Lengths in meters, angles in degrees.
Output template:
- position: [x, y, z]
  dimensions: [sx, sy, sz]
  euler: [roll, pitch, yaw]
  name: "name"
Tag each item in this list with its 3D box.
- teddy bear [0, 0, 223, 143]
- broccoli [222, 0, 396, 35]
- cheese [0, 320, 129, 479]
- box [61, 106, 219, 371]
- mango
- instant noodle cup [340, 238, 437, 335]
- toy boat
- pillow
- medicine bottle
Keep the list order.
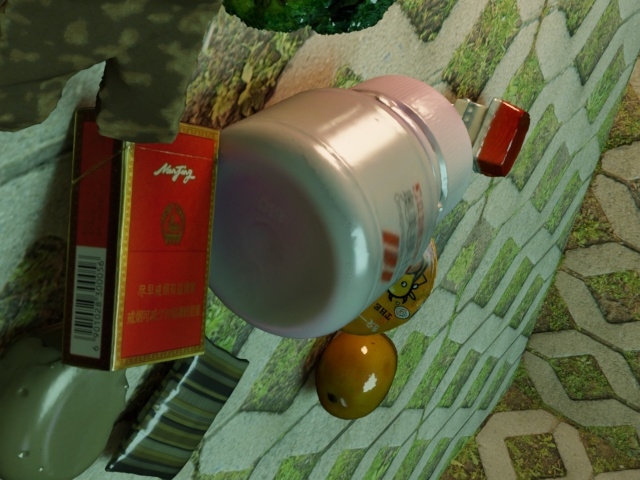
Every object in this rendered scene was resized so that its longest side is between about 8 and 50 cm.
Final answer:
- position: [-0.167, -0.230, 0.638]
  dimensions: [0.246, 0.222, 0.296]
  euler: [1, 155, -31]
  name: "teddy bear"
- position: [-0.003, -0.331, 0.787]
  dimensions: [0.254, 0.269, 0.269]
  euler: [-29, 165, 20]
  name: "broccoli"
- position: [-0.279, 0.176, 0.915]
  dimensions: [0.175, 0.091, 0.202]
  euler: [-24, 139, -55]
  name: "cheese"
- position: [-0.173, -0.001, 0.853]
  dimensions: [0.153, 0.074, 0.240]
  euler: [1, 93, -60]
  name: "box"
- position: [0.072, 0.252, 1.641]
  dimensions: [0.175, 0.139, 0.254]
  euler: [-54, 163, 2]
  name: "mango"
- position: [0.087, 0.032, 1.359]
  dimensions: [0.216, 0.216, 0.172]
  euler: [-64, 165, 8]
  name: "instant noodle cup"
- position: [0.309, -0.199, 1.640]
  dimensions: [0.145, 0.133, 0.332]
  euler: [-69, 166, 7]
  name: "toy boat"
- position: [-0.190, 0.234, 1.203]
  dimensions: [0.212, 0.052, 0.208]
  euler: [-55, 158, -8]
  name: "pillow"
- position: [0.021, -0.057, 1.045]
  dimensions: [0.325, 0.256, 0.256]
  euler: [-34, 145, -48]
  name: "medicine bottle"
